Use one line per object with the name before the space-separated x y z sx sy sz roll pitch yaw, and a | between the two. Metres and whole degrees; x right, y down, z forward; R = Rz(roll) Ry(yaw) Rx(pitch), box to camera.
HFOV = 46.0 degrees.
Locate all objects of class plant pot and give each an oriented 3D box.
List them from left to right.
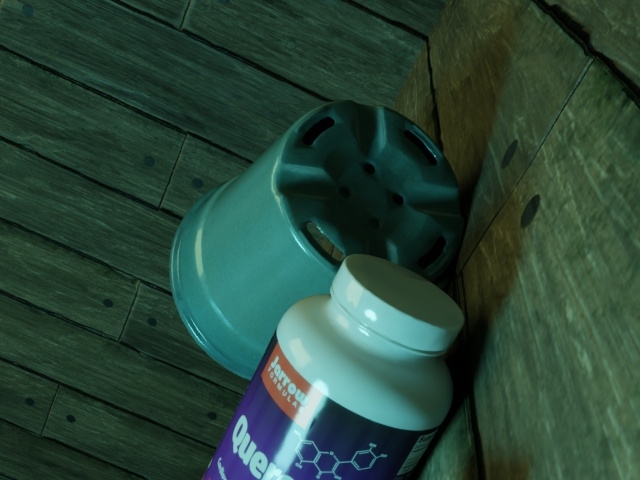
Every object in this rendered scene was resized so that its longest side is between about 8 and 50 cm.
plant pot | 0.000 0.000 1.025 0.334 0.341 0.341 -40 25 59

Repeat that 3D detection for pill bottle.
pill bottle | 0.009 0.182 0.738 0.181 0.181 0.323 -83 17 -72

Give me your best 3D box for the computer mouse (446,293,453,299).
computer mouse | 0.088 0.168 0.856 0.242 0.041 0.071 -58 15 9
